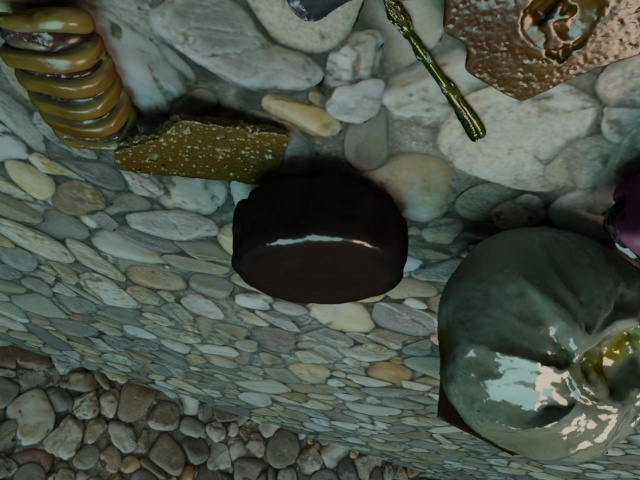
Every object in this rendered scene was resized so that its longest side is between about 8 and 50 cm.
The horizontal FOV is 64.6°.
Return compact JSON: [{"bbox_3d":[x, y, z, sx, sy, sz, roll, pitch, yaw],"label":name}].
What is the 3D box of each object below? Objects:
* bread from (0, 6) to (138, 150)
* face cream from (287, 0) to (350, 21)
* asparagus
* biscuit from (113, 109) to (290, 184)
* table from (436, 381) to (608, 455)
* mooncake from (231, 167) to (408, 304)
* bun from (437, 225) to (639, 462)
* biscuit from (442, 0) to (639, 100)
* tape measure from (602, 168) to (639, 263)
[{"bbox_3d":[-0.328,-0.204,0.658,0.134,0.081,0.225,10,152,7],"label":"bread"},{"bbox_3d":[0.070,-0.245,0.391,0.144,0.070,0.291,14,172,-33],"label":"face cream"},{"bbox_3d":[0.132,-0.189,0.573,0.233,0.022,0.023,38,-175,-38],"label":"asparagus"},{"bbox_3d":[-0.170,-0.132,0.722,0.237,0.026,0.131,5,149,-15],"label":"biscuit"},{"bbox_3d":[0.461,0.357,1.171,0.282,0.196,0.251,31,146,-22],"label":"table"},{"bbox_3d":[0.000,0.000,0.811,0.283,0.141,0.283,3,154,2],"label":"mooncake"},{"bbox_3d":[0.342,0.153,0.738,0.362,0.361,0.211,19,-176,-11],"label":"bun"},{"bbox_3d":[0.199,-0.232,0.467,0.182,0.034,0.215,-18,135,39],"label":"biscuit"},{"bbox_3d":[0.481,-0.031,0.590,0.232,0.149,0.245,25,154,-25],"label":"tape measure"}]
